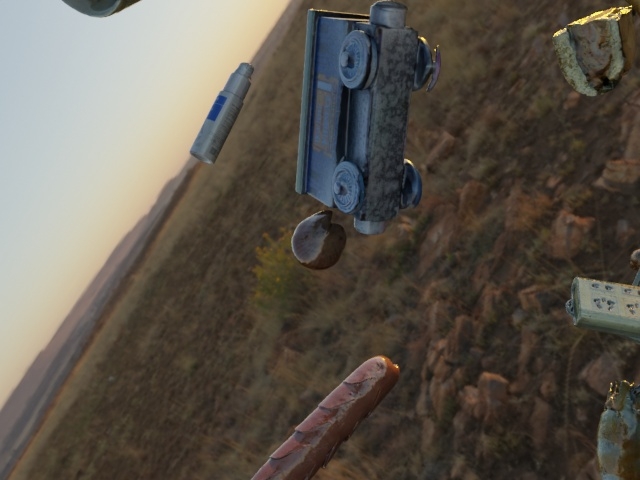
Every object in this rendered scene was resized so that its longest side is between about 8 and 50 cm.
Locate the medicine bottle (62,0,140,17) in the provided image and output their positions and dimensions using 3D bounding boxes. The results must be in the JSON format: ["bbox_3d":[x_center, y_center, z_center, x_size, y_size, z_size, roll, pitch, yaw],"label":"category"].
[{"bbox_3d":[-0.186,-0.482,0.846,0.406,0.236,0.236,-45,5,-33],"label":"medicine bottle"}]

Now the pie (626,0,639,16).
[{"bbox_3d":[0.383,-0.276,0.549,0.273,0.273,0.069,-47,20,34],"label":"pie"}]

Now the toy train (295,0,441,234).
[{"bbox_3d":[0.051,-0.169,0.875,0.202,0.131,0.299,38,128,56],"label":"toy train"}]

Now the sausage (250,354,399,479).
[{"bbox_3d":[-0.003,0.352,1.146,0.433,0.088,0.088,-42,5,-29],"label":"sausage"}]

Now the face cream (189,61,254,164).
[{"bbox_3d":[-0.116,-0.156,0.781,0.130,0.034,0.034,-65,14,-9],"label":"face cream"}]

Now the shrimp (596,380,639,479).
[{"bbox_3d":[0.568,0.392,1.081,0.185,0.287,0.068,-48,-4,-12],"label":"shrimp"}]

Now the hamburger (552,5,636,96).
[{"bbox_3d":[0.572,-0.397,1.321,0.135,0.155,0.207,0,31,36],"label":"hamburger"}]

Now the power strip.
[{"bbox_3d":[0.501,0.110,0.941,0.092,0.268,0.034,-68,-17,-49],"label":"power strip"}]

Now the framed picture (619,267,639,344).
[{"bbox_3d":[0.754,0.143,1.216,0.240,0.324,0.020,-57,-27,-19],"label":"framed picture"}]

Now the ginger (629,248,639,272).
[{"bbox_3d":[0.734,0.049,1.399,0.103,0.162,0.073,-31,64,28],"label":"ginger"}]

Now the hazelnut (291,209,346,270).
[{"bbox_3d":[0.000,0.000,0.901,0.086,0.086,0.086,-52,14,19],"label":"hazelnut"}]
